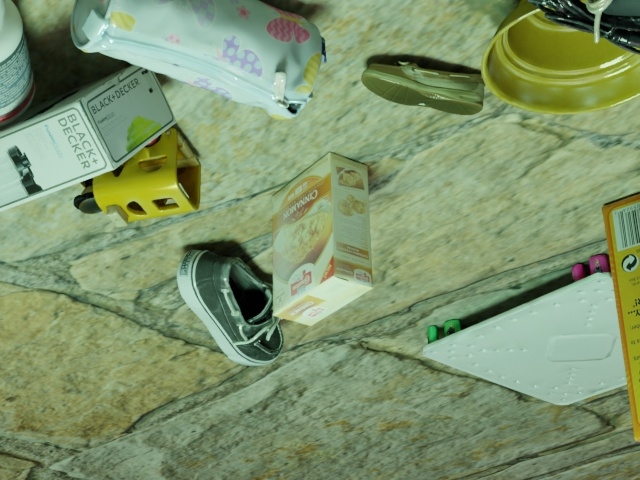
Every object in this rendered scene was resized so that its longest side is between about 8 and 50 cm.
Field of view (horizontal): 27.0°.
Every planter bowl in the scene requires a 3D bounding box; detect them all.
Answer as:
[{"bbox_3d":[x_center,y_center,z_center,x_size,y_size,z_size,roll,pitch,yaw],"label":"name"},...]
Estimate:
[{"bbox_3d":[0.281,-0.233,1.460,0.217,0.090,0.217,-1,151,0],"label":"planter bowl"}]

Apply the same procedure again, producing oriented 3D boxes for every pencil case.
[{"bbox_3d":[-0.130,-0.217,1.436,0.273,0.124,0.113,18,147,-31],"label":"pencil case"}]

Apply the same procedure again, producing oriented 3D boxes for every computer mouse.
[{"bbox_3d":[0.334,-0.230,1.241,0.188,0.072,0.272,13,161,-20],"label":"computer mouse"}]

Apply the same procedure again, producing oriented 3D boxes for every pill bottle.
[{"bbox_3d":[-0.373,-0.212,1.448,0.108,0.108,0.180,1,152,-4],"label":"pill bottle"}]

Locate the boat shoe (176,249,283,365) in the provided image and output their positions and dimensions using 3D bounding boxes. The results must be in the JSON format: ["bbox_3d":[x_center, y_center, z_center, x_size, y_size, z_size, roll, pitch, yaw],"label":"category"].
[{"bbox_3d":[-0.108,0.107,2.061,0.105,0.113,0.306,2,146,26],"label":"boat shoe"}]

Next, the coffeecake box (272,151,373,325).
[{"bbox_3d":[0.000,0.000,1.784,0.068,0.185,0.142,17,147,-31],"label":"coffeecake box"}]

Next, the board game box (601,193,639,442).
[{"bbox_3d":[0.650,0.116,1.853,0.356,0.356,0.356,-20,147,32],"label":"board game box"}]

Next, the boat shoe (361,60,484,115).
[{"bbox_3d":[0.123,-0.190,1.594,0.153,0.048,0.056,11,163,-9],"label":"boat shoe"}]

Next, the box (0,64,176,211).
[{"bbox_3d":[-0.334,-0.108,1.573,0.290,0.169,0.087,-18,106,26],"label":"box"}]

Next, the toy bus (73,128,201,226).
[{"bbox_3d":[-0.254,-0.072,1.723,0.191,0.104,0.202,13,149,-24],"label":"toy bus"}]

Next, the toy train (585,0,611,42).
[{"bbox_3d":[0.226,-0.256,1.127,0.143,0.105,0.248,-29,138,-39],"label":"toy train"}]

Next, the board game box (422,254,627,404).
[{"bbox_3d":[0.438,0.161,2.257,0.390,0.050,0.390,23,144,-37],"label":"board game box"}]
